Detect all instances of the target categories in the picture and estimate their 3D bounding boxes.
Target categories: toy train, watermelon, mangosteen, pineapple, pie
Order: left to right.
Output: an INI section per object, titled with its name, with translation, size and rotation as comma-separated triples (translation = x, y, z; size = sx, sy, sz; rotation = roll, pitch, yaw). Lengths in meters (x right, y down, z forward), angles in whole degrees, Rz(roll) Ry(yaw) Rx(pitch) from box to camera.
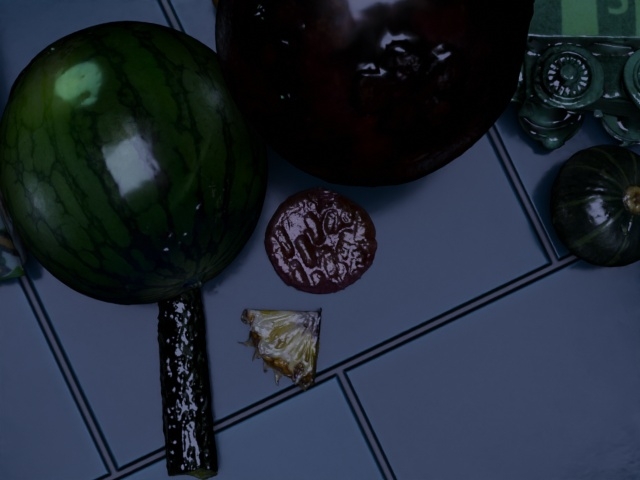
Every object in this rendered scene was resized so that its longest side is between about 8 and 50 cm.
[watermelon]
translation = -0.230, -0.096, 1.655
size = 0.363, 0.363, 0.363
rotation = 0, 87, -2
[pineapple]
translation = -0.042, 0.129, 1.780
size = 0.116, 0.069, 0.137
rotation = -44, 88, -3
[pie]
translation = 0.000, 0.000, 1.806
size = 0.154, 0.036, 0.154
rotation = 0, 87, -3
[mangosteen]
translation = 0.067, -0.278, 1.558
size = 0.381, 0.381, 0.421
rotation = 8, 55, -2
[toy train]
translation = 0.376, -0.252, 1.781
size = 0.299, 0.167, 0.238
rotation = 2, 76, -3

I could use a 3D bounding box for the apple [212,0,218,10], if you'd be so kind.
[apple]
translation = -0.088, -0.343, 1.780
size = 0.126, 0.126, 0.102
rotation = 29, 48, 0

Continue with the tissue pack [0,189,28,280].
[tissue pack]
translation = -0.513, -0.069, 1.657
size = 0.228, 0.310, 0.128
rotation = -10, 48, 0

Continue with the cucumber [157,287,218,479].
[cucumber]
translation = -0.180, 0.171, 1.772
size = 0.072, 0.072, 0.300
rotation = -4, 85, -2

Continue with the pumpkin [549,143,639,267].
[pumpkin]
translation = 0.384, -0.046, 1.776
size = 0.167, 0.125, 0.167
rotation = -1, 92, -34
